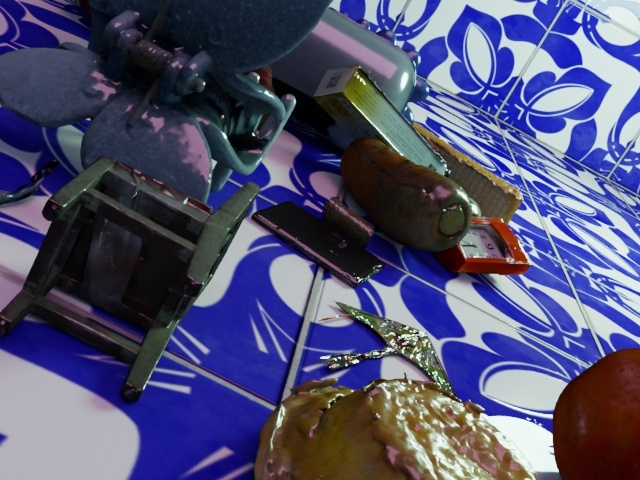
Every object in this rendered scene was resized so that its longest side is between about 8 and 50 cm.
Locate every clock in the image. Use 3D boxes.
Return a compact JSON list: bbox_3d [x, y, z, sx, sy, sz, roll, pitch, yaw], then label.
[{"bbox_3d":[0.265,0.014,1.394,0.155,0.061,0.113,5,45,-32],"label":"clock"}]

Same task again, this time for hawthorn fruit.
[{"bbox_3d":[0.341,0.228,0.862,0.197,0.196,0.225,30,36,1],"label":"hawthorn fruit"}]

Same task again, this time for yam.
[{"bbox_3d":[0.042,-0.025,1.240,0.094,0.043,0.043,36,22,15],"label":"yam"}]

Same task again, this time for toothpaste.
[{"bbox_3d":[0.120,-0.195,1.511,0.089,0.071,0.313,1,-32,48],"label":"toothpaste"}]

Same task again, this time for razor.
[{"bbox_3d":[-0.327,-0.052,0.847,0.028,0.044,0.154,57,25,-1],"label":"razor"}]

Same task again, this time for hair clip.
[{"bbox_3d":[-0.199,-0.203,1.037,0.319,0.392,0.238,29,-5,4],"label":"hair clip"}]

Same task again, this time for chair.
[{"bbox_3d":[-0.168,0.005,0.766,0.147,0.136,0.270,29,22,-6],"label":"chair"}]

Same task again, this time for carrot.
[{"bbox_3d":[0.132,-0.075,1.354,0.139,0.138,0.302,18,13,-27],"label":"carrot"}]

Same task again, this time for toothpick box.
[{"bbox_3d":[0.038,-0.331,1.640,0.355,0.263,0.263,30,21,-1],"label":"toothpick box"}]

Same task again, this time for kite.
[{"bbox_3d":[0.078,0.134,0.971,0.198,0.006,0.244,39,23,24],"label":"kite"}]

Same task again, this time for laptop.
[{"bbox_3d":[0.000,0.000,1.167,0.180,0.016,0.129,33,20,13],"label":"laptop"}]

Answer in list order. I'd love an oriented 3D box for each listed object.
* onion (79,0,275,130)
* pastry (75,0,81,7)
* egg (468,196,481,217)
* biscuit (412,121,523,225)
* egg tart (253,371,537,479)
[{"bbox_3d":[-0.165,-0.373,1.348,0.420,0.399,0.398,59,13,-18],"label":"onion"},{"bbox_3d":[-0.368,-0.492,1.624,0.255,0.161,0.311,16,9,2],"label":"pastry"},{"bbox_3d":[0.243,-0.040,1.472,0.085,0.085,0.110,37,24,20],"label":"egg"},{"bbox_3d":[0.261,-0.160,1.769,0.379,0.094,0.054,37,28,23],"label":"biscuit"},{"bbox_3d":[0.084,0.202,0.670,0.295,0.116,0.294,27,20,-11],"label":"egg tart"}]
